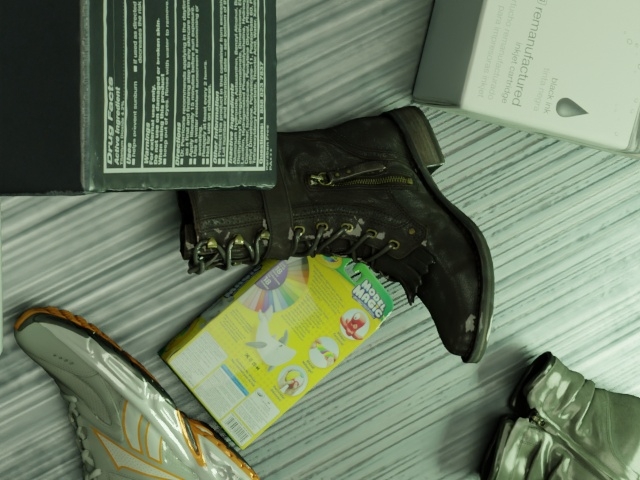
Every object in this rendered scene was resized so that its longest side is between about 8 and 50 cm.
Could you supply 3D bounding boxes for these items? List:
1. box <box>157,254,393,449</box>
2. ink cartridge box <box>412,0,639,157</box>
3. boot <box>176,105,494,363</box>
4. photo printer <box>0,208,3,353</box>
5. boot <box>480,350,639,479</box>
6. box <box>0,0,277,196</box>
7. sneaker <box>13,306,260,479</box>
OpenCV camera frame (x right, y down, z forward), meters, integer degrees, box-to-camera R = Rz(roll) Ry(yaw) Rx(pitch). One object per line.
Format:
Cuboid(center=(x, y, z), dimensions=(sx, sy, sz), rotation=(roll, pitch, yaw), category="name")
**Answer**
Cuboid(center=(-0.034, 0.074, 1.623), dimensions=(0.179, 0.043, 0.105), rotation=(-40, 106, -7), category="box")
Cuboid(center=(0.244, -0.180, 1.640), dimensions=(0.283, 0.117, 0.207), rotation=(12, 93, -19), category="ink cartridge box")
Cuboid(center=(0.000, 0.000, 1.557), dimensions=(0.229, 0.091, 0.263), rotation=(-8, 56, -20), category="boot")
Cuboid(center=(-0.365, -0.057, 1.461), dimensions=(0.256, 0.107, 0.307), rotation=(-2, 98, -18), category="photo printer")
Cuboid(center=(0.206, 0.231, 1.714), dimensions=(0.161, 0.083, 0.246), rotation=(21, 85, -13), category="boot")
Cuboid(center=(-0.169, -0.180, 1.384), dimensions=(0.183, 0.294, 0.296), rotation=(0, 92, 22), category="box")
Cuboid(center=(-0.161, 0.166, 1.567), dimensions=(0.121, 0.099, 0.262), rotation=(-46, 107, -3), category="sneaker")
